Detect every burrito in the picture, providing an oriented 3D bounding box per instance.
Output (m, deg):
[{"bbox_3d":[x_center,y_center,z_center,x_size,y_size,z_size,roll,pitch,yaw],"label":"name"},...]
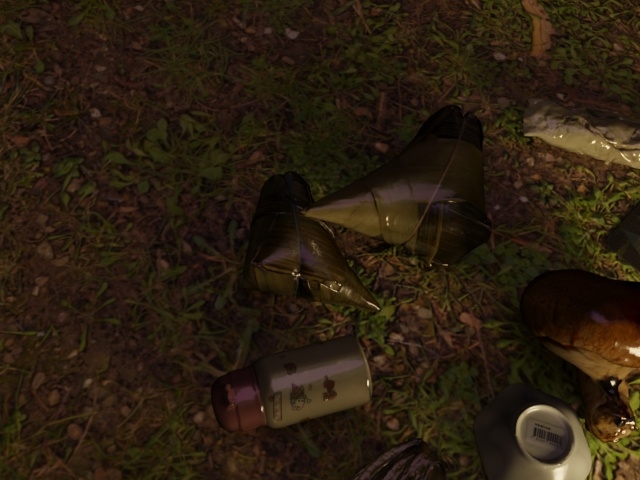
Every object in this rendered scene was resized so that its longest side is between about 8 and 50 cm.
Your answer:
[{"bbox_3d":[0.583,-0.201,1.379,0.391,0.076,0.117,13,60,2],"label":"burrito"}]

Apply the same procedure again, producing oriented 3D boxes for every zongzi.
[{"bbox_3d":[0.000,0.000,1.193,0.242,0.112,0.221,13,59,-8],"label":"zongzi"},{"bbox_3d":[0.131,-0.127,1.224,0.317,0.154,0.290,14,56,-15],"label":"zongzi"}]

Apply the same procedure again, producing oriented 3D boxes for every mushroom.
[{"bbox_3d":[0.432,0.141,1.115,0.267,0.267,0.254,42,95,16],"label":"mushroom"}]

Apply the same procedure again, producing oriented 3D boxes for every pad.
[{"bbox_3d":[0.640,0.030,1.298,0.211,0.003,0.143,42,65,16],"label":"pad"}]

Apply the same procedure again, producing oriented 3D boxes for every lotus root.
[{"bbox_3d":[0.122,0.363,1.023,0.143,0.070,0.144,36,67,20],"label":"lotus root"}]

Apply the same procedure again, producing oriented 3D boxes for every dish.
[{"bbox_3d":[0.333,0.302,1.080,0.190,0.066,0.191,2,61,-4],"label":"dish"}]

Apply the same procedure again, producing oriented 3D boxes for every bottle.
[{"bbox_3d":[-0.047,0.220,1.062,0.233,0.110,0.110,-13,63,-12],"label":"bottle"}]
